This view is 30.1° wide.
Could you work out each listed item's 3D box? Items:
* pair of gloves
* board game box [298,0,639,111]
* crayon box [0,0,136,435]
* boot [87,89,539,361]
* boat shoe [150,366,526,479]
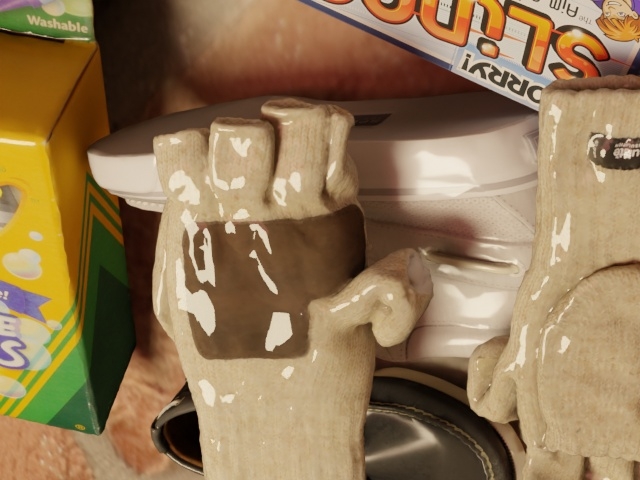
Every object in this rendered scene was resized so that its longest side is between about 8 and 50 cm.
[{"bbox_3d":[0.049,0.033,0.485,0.240,0.042,0.204,-4,114,13],"label":"pair of gloves"},{"bbox_3d":[0.039,-0.130,0.438,0.201,0.035,0.136,26,148,10],"label":"board game box"},{"bbox_3d":[-0.223,-0.023,0.674,0.203,0.083,0.323,11,139,6],"label":"crayon box"},{"bbox_3d":[0.000,0.000,0.568,0.258,0.095,0.123,4,116,37],"label":"boot"},{"bbox_3d":[0.005,0.114,0.651,0.233,0.079,0.084,6,115,41],"label":"boat shoe"}]
